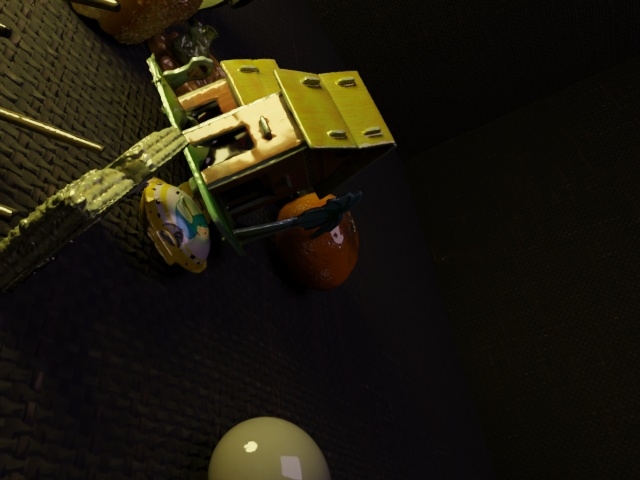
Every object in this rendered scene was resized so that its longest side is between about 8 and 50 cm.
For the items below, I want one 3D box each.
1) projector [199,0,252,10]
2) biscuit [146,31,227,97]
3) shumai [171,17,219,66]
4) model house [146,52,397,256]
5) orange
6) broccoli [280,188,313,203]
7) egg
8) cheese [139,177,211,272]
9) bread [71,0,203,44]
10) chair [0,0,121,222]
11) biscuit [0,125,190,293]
[{"bbox_3d":[-0.207,-0.604,1.069,0.194,0.269,0.088,63,20,-13],"label":"projector"},{"bbox_3d":[-0.239,-0.324,1.028,0.288,0.044,0.202,30,42,-64],"label":"biscuit"},{"bbox_3d":[-0.223,-0.362,0.927,0.083,0.080,0.082,36,39,-49],"label":"shumai"},{"bbox_3d":[-0.062,-0.166,0.875,0.340,0.323,0.301,77,-11,-74],"label":"model house"},{"bbox_3d":[0.000,0.000,1.110,0.224,0.170,0.224,50,26,-36],"label":"orange"},{"bbox_3d":[-0.066,-0.143,1.183,0.304,0.145,0.165,57,22,-63],"label":"broccoli"},{"bbox_3d":[-0.059,0.313,0.639,0.199,0.146,0.146,57,22,-27],"label":"egg"},{"bbox_3d":[-0.208,-0.036,0.757,0.157,0.064,0.250,62,8,-19],"label":"cheese"},{"bbox_3d":[-0.274,-0.456,0.845,0.171,0.191,0.314,58,21,-21],"label":"bread"},{"bbox_3d":[-0.339,-0.155,0.417,0.272,0.166,0.188,20,31,-3],"label":"chair"},{"bbox_3d":[-0.241,-0.048,0.548,0.046,0.147,0.250,50,23,-16],"label":"biscuit"}]
